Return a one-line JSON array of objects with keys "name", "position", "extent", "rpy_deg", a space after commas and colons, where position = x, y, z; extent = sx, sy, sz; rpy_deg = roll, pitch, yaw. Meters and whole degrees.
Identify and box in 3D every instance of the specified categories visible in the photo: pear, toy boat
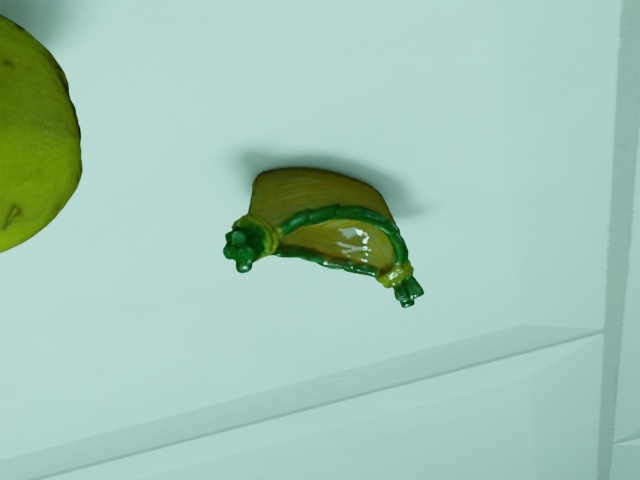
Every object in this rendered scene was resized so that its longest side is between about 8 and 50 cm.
[{"name": "pear", "position": [-0.212, -0.062, 0.888], "extent": [0.162, 0.149, 0.149], "rpy_deg": [-4, 155, -36]}, {"name": "toy boat", "position": [0.000, 0.000, 1.213], "extent": [0.089, 0.088, 0.229], "rpy_deg": [-28, 153, 32]}]
